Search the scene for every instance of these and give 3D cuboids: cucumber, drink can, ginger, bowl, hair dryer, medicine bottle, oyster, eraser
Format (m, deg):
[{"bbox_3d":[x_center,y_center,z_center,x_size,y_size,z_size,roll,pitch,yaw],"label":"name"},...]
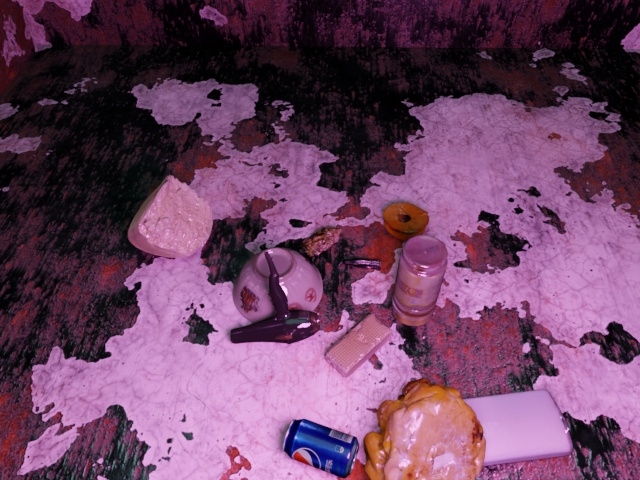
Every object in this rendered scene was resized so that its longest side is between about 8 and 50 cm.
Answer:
[{"bbox_3d":[0.151,0.085,1.958,0.163,0.043,0.039,7,11,5],"label":"cucumber"},{"bbox_3d":[0.002,0.587,1.461,0.205,0.118,0.118,15,50,15],"label":"drink can"},{"bbox_3d":[0.293,0.480,1.576,0.162,0.073,0.103,-37,56,-26],"label":"ginger"},{"bbox_3d":[-0.160,0.129,1.846,0.337,0.157,0.337,-1,48,2],"label":"bowl"},{"bbox_3d":[-0.172,0.191,1.677,0.304,0.359,0.120,-7,26,7],"label":"hair dryer"},{"bbox_3d":[0.327,0.137,1.714,0.151,0.322,0.151,0,48,0],"label":"medicine bottle"},{"bbox_3d":[0.006,-0.004,2.031,0.177,0.056,0.105,-20,43,-10],"label":"oyster"},{"bbox_3d":[0.553,0.543,1.495,0.290,0.104,0.189,-6,54,-3],"label":"eraser"}]

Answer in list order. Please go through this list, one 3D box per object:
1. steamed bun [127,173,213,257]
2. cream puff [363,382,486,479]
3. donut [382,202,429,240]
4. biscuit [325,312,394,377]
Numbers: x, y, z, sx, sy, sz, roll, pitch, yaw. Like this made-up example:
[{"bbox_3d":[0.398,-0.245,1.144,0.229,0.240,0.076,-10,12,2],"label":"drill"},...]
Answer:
[{"bbox_3d":[-0.571,-0.064,1.994,0.272,0.273,0.290,41,52,-21],"label":"steamed bun"},{"bbox_3d":[0.262,0.542,1.399,0.291,0.257,0.324,19,80,-28],"label":"cream puff"},{"bbox_3d":[0.340,-0.071,2.066,0.190,0.074,0.174,25,55,27],"label":"donut"},{"bbox_3d":[0.130,0.343,1.710,0.239,0.061,0.108,-36,57,-27],"label":"biscuit"}]
